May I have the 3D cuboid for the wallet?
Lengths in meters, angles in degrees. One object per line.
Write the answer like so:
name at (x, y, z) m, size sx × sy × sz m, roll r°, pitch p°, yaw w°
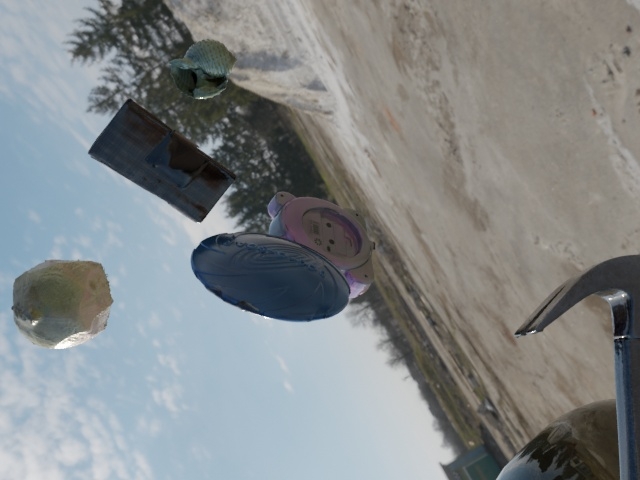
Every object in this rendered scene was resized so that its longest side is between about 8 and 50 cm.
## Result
wallet at (-0.273, -0.133, 0.940) m, size 0.230 × 0.124 × 0.042 m, roll 35°, pitch -164°, yaw -26°

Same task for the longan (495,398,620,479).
longan at (0.424, 0.422, 0.764) m, size 0.336 × 0.405 × 0.404 m, roll 32°, pitch -179°, yaw 4°

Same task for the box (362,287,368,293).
box at (0.052, 0.076, 1.478) m, size 0.200 × 0.088 × 0.146 m, roll 38°, pitch 168°, yaw -28°

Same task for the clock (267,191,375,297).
clock at (0.000, 0.000, 1.200) m, size 0.247 × 0.090 × 0.228 m, roll 18°, pitch -135°, yaw -25°

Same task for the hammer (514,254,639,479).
hammer at (0.172, 0.148, 0.285) m, size 0.037 × 0.137 × 0.290 m, roll 83°, pitch -165°, yaw -76°

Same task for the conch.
conch at (-0.280, -0.421, 1.314) m, size 0.102 × 0.153 × 0.135 m, roll -49°, pitch -52°, yaw -68°

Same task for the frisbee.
frisbee at (-0.067, 0.036, 0.783) m, size 0.241 × 0.045 × 0.242 m, roll 16°, pitch -157°, yaw -7°

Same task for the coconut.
coconut at (-0.512, 0.125, 1.058) m, size 0.194 × 0.194 × 0.194 m, roll 58°, pitch -177°, yaw -5°
